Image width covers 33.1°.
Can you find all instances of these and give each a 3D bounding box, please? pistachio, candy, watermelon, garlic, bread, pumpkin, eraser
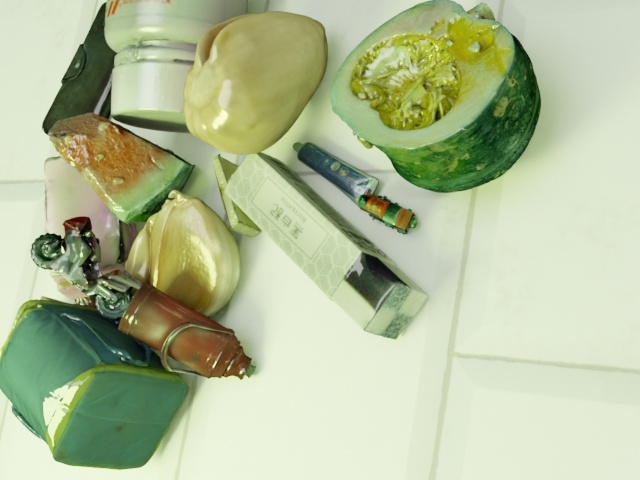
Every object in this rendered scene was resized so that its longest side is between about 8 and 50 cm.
[{"bbox_3d":[-0.100,-0.274,1.797,0.193,0.214,0.318,1,34,45],"label":"pistachio"},{"bbox_3d":[-0.434,-0.037,2.025,0.155,0.116,0.265,-13,65,4],"label":"candy"},{"bbox_3d":[-0.369,-0.153,1.925,0.256,0.193,0.140,37,98,0],"label":"watermelon"},{"bbox_3d":[-0.229,0.027,1.887,0.217,0.110,0.228,29,112,28],"label":"garlic"},{"bbox_3d":[-0.149,-0.078,1.883,0.028,0.068,0.154,-33,59,24],"label":"bread"},{"bbox_3d":[0.191,-0.199,1.586,0.263,0.197,0.293,-46,45,4],"label":"pumpkin"},{"bbox_3d":[0.000,0.000,1.725,0.096,0.098,0.404,-55,50,11],"label":"eraser"}]

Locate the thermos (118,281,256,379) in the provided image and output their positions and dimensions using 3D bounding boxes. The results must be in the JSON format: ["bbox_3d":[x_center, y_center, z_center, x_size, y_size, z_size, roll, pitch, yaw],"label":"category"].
[{"bbox_3d":[-0.212,0.163,1.794,0.232,0.124,0.099,28,111,-1],"label":"thermos"}]

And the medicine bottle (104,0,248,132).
[{"bbox_3d":[-0.263,-0.371,1.947,0.256,0.256,0.325,2,85,38],"label":"medicine bottle"}]

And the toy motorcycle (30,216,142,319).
[{"bbox_3d":[-0.399,0.042,1.884,0.213,0.082,0.122,37,85,8],"label":"toy motorcycle"}]

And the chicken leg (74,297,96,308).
[{"bbox_3d":[-0.440,0.079,2.071,0.093,0.053,0.205,0,79,22],"label":"chicken leg"}]

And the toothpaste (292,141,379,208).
[{"bbox_3d":[0.020,-0.118,1.790,0.197,0.034,0.057,36,104,36],"label":"toothpaste"}]

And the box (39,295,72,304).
[{"bbox_3d":[-0.519,0.157,2.081,0.035,0.079,0.083,27,93,39],"label":"box"}]

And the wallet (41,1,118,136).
[{"bbox_3d":[-0.465,-0.344,2.229,0.172,0.045,0.318,25,90,38],"label":"wallet"}]

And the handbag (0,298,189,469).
[{"bbox_3d":[-0.397,0.247,1.839,0.241,0.263,0.222,35,104,41],"label":"handbag"}]

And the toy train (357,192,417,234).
[{"bbox_3d":[0.101,-0.046,1.683,0.103,0.064,0.044,28,94,40],"label":"toy train"}]
